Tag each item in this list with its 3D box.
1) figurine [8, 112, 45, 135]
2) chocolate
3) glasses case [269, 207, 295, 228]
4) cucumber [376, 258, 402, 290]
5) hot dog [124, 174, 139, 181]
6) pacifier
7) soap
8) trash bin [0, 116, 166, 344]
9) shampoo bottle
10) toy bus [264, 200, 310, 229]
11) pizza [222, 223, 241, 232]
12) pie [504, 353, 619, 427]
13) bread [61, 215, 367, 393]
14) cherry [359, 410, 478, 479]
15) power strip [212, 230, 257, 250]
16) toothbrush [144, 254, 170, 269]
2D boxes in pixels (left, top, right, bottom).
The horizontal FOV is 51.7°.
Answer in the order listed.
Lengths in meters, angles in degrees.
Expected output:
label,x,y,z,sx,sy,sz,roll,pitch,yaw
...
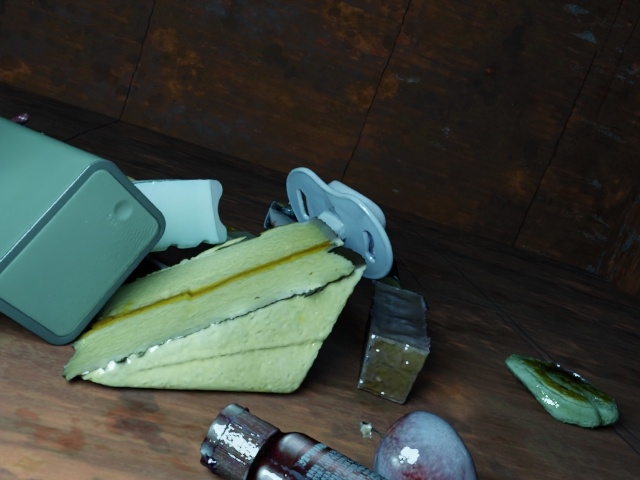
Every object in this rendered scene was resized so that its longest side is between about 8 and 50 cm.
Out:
label,x,y,z,sx,sy,sz,roll,pitch,yaw
figurine,-0.571,-0.156,1.377,0.234,0.185,0.127,24,32,29
chocolate,0.126,0.172,1.170,0.111,0.112,0.321,17,13,2
glasses case,-0.059,0.016,1.554,0.128,0.083,0.308,45,0,-26
cucumber,0.183,0.088,1.789,0.070,0.046,0.220,11,13,0
hot dog,-0.514,-0.130,1.599,0.188,0.072,0.055,11,36,-34
pacifier,0.000,0.000,1.309,0.233,0.244,0.299,-33,47,-27
soap,-0.327,-0.052,1.202,0.208,0.115,0.347,-6,7,-32
trash bin,-0.419,-0.041,0.936,0.343,0.223,0.158,27,-18,37
shampoo bottle,0.028,0.269,0.654,0.322,0.084,0.129,23,9,19
toy bus,-0.056,-0.039,1.851,0.182,0.091,0.103,27,13,25
pizza,-0.207,0.000,1.564,0.178,0.041,0.131,23,10,16
pie,0.470,0.293,1.301,0.240,0.054,0.240,21,11,-4
bread,-0.151,0.062,0.986,0.404,0.242,0.345,17,9,-28
cherry,0.117,0.258,0.728,0.115,0.148,0.188,-14,-12,1
power strip,-0.120,0.049,1.420,0.256,0.070,0.105,25,13,30
toothbrush,-0.281,0.055,1.254,0.204,0.022,0.017,24,29,23
